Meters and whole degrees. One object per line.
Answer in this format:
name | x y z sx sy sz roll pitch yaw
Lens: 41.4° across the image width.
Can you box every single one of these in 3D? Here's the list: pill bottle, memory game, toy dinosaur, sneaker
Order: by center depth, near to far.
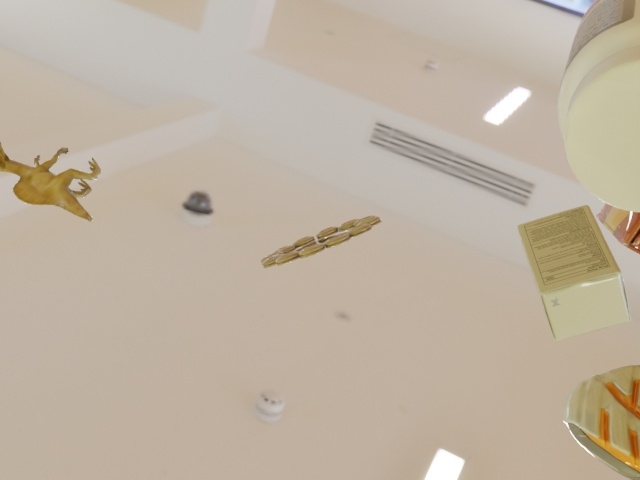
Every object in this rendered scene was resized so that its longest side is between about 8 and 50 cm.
sneaker | 0.254 0.148 0.530 0.215 0.083 0.084 20 -131 7
pill bottle | 0.312 -0.145 0.802 0.161 0.161 0.283 22 -146 9
toy dinosaur | -0.297 -0.059 0.962 0.183 0.053 0.093 31 -141 22
memory game | 0.000 0.000 1.206 0.186 0.012 0.186 -21 -174 3

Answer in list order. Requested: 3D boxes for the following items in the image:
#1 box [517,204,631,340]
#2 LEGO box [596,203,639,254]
box | 0.482 0.059 1.622 0.149 0.126 0.232 -17 -147 12
LEGO box | 0.650 -0.129 1.033 0.373 0.500 0.193 30 -165 0
